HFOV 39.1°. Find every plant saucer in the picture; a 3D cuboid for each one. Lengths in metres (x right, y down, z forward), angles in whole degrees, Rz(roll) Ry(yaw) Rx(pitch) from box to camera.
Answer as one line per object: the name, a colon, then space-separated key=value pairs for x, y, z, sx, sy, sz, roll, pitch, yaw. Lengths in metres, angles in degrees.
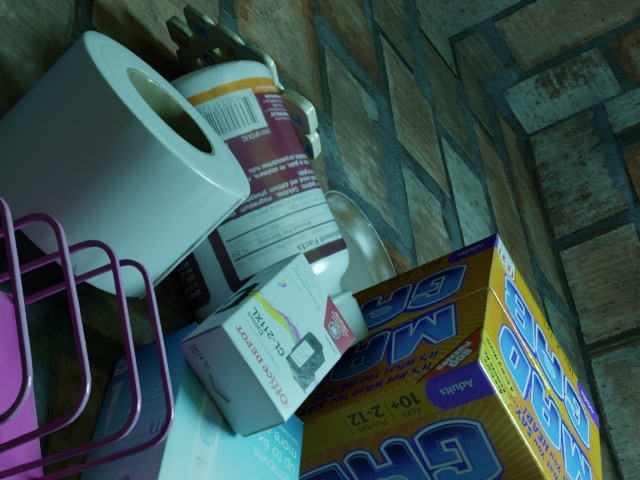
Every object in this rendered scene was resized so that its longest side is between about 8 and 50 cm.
plant saucer: x=0.061 y=0.060 z=1.616 sx=0.310 sy=0.050 sz=0.311 roll=47 pitch=29 yaw=-38

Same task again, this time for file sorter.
file sorter: x=-0.273 y=0.086 z=0.742 sx=0.290 sy=0.182 sz=0.202 roll=36 pitch=36 yaw=-63

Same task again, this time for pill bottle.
pill bottle: x=-0.096 y=-0.018 z=1.200 sx=0.392 sy=0.224 sz=0.224 roll=67 pitch=24 yaw=2

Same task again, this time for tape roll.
tape roll: x=-0.219 y=-0.083 z=0.982 sx=0.246 sy=0.169 sz=0.246 roll=45 pitch=10 yaw=-11

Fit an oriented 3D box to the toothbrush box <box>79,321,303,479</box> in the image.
toothbrush box: x=-0.137 y=0.275 z=0.964 sx=0.216 sy=0.126 sz=0.295 roll=49 pitch=30 yaw=-31

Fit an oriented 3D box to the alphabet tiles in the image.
alphabet tiles: x=-0.115 y=-0.231 z=1.358 sx=0.284 sy=0.021 sz=0.278 roll=35 pitch=-18 yaw=20

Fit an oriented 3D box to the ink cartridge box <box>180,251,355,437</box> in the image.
ink cartridge box: x=-0.053 y=0.113 z=1.001 sx=0.127 sy=0.072 sz=0.175 roll=58 pitch=37 yaw=-9

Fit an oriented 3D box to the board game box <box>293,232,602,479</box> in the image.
board game box: x=0.165 y=0.271 z=1.299 sx=0.357 sy=0.356 sz=0.356 roll=58 pitch=25 yaw=-15
